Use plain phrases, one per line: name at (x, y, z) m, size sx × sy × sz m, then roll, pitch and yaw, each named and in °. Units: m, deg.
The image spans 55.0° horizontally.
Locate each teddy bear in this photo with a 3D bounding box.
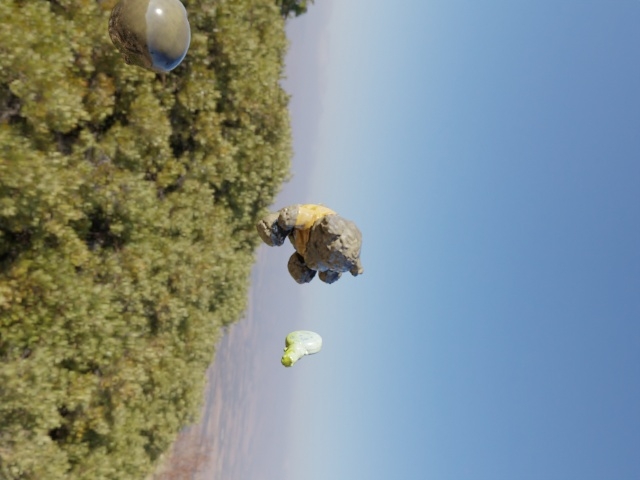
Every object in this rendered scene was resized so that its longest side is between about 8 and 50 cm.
teddy bear at (0.000, 0.000, 1.092) m, size 0.190 × 0.140 × 0.177 m, roll 21°, pitch -29°, yaw 53°

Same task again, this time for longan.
longan at (-0.360, -0.448, 1.307) m, size 0.189 × 0.189 × 0.189 m, roll -176°, pitch -90°, yaw -88°

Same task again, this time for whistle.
whistle at (-0.060, 0.301, 1.678) m, size 0.198 × 0.104 × 0.057 m, roll -40°, pitch 135°, yaw -70°
